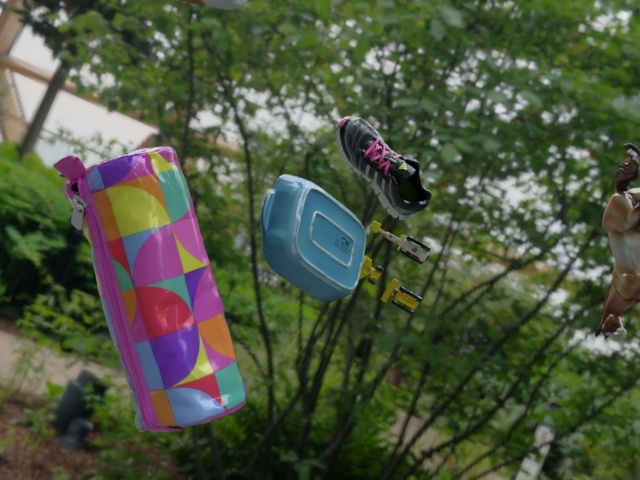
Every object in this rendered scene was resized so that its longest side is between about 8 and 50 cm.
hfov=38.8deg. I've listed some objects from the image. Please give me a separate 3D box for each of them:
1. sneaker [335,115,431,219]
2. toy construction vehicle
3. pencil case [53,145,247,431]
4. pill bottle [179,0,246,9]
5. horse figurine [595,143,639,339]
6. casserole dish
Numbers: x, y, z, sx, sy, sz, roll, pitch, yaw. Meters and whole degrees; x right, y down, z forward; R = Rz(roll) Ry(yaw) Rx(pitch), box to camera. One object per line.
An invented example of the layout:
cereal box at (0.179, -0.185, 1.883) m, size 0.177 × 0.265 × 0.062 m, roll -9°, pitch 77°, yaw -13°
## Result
sneaker at (0.090, -0.099, 1.201) m, size 0.170 × 0.063 × 0.074 m, roll 52°, pitch -27°, yaw -19°
toy construction vehicle at (0.089, 0.032, 1.115) m, size 0.098 × 0.086 × 0.035 m, roll 28°, pitch 3°, yaw -8°
pencil case at (-0.138, 0.039, 0.740) m, size 0.104 × 0.236 × 0.104 m, roll -19°, pitch 3°, yaw 1°
pill bottle at (-0.201, -0.298, 0.718) m, size 0.318 × 0.176 × 0.176 m, roll 13°, pitch -3°, yaw 6°
horse figurine at (0.413, 0.006, 1.175) m, size 0.066 × 0.263 × 0.174 m, roll -8°, pitch 3°, yaw -11°
casserole dish at (0.000, 0.000, 1.011) m, size 0.037 × 0.114 × 0.188 m, roll 0°, pitch -21°, yaw 32°
